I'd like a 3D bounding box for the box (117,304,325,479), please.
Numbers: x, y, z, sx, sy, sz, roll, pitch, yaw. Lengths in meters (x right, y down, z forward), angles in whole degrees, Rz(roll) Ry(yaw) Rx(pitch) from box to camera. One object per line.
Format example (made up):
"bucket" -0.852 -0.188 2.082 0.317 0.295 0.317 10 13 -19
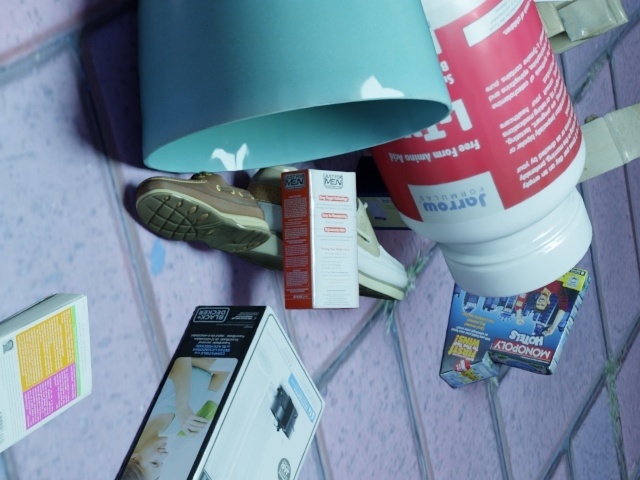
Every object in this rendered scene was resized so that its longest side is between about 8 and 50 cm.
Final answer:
"box" -0.102 0.224 1.609 0.169 0.087 0.290 64 37 -39

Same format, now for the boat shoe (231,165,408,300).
"boat shoe" 0.015 -0.003 1.812 0.302 0.113 0.103 26 72 -59

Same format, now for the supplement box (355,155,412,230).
"supplement box" 0.094 -0.057 1.994 0.083 0.083 0.056 53 46 -49

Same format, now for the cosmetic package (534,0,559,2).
"cosmetic package" 0.193 -0.459 1.921 0.155 0.197 0.366 -78 164 -80

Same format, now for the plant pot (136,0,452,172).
"plant pot" -0.041 -0.209 1.545 0.293 0.293 0.235 0 78 -62

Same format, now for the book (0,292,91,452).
"book" -0.247 0.112 1.396 0.144 0.035 0.096 -32 120 -58

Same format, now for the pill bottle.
"pill bottle" 0.157 -0.147 1.818 0.408 0.229 0.229 64 36 -29

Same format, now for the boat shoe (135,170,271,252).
"boat shoe" -0.119 -0.035 1.614 0.178 0.064 0.060 19 51 -52

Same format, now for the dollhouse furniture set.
"dollhouse furniture set" 0.252 -0.248 2.237 0.362 0.256 0.394 -20 86 -62

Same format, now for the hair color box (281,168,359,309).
"hair color box" 0.000 0.000 1.683 0.072 0.043 0.141 3 85 -46

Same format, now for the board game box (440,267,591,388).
"board game box" 0.249 0.116 2.222 0.060 0.194 0.194 43 66 -53
